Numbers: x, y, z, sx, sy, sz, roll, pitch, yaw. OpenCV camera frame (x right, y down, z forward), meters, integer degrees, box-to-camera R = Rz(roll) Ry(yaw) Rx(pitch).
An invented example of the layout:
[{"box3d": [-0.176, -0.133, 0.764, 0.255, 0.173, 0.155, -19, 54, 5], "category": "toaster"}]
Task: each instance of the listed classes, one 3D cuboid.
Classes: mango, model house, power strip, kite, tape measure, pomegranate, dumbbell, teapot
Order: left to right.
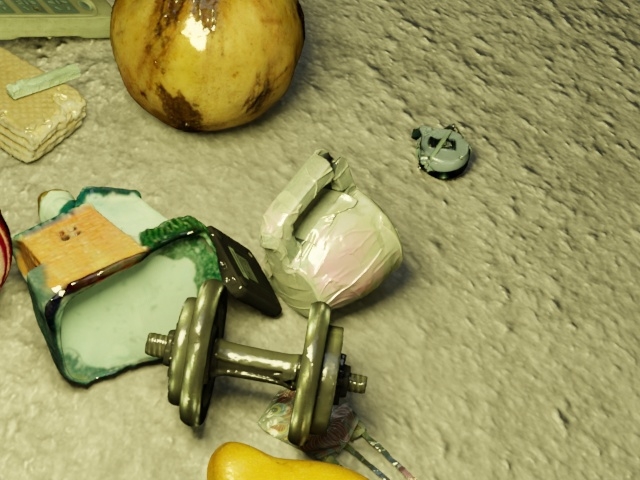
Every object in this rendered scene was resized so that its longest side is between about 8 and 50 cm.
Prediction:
[{"box3d": [-0.452, -0.358, 2.147, 0.286, 0.048, 0.080, -11, 43, -41], "category": "power strip"}, {"box3d": [-0.305, 0.025, 1.833, 0.253, 0.184, 0.291, -25, 45, -23], "category": "model house"}, {"box3d": [-0.174, -0.322, 2.075, 0.322, 0.322, 0.322, 7, 48, -7], "category": "pomegranate"}, {"box3d": [-0.083, 0.157, 1.724, 0.290, 0.192, 0.192, 10, 47, 2], "category": "dumbbell"}, {"box3d": [-0.023, 0.337, 1.642, 0.262, 0.109, 0.157, 22, 57, 13], "category": "mango"}, {"box3d": [0.011, 0.009, 1.868, 0.163, 0.221, 0.178, 38, 64, 18], "category": "teapot"}, {"box3d": [0.026, 0.271, 1.775, 0.127, 0.016, 0.229, -34, 60, -31], "category": "kite"}, {"box3d": [0.197, -0.143, 2.154, 0.091, 0.054, 0.094, -4, 48, -8], "category": "tape measure"}]

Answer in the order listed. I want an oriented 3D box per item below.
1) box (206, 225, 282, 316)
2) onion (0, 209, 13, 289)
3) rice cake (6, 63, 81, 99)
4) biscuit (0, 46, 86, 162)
[{"box3d": [-0.108, 0.044, 1.883, 0.027, 0.125, 0.126, -39, 57, 12], "category": "box"}, {"box3d": [-0.528, 0.006, 1.757, 0.207, 0.216, 0.206, -33, 38, -31], "category": "onion"}, {"box3d": [-0.417, -0.240, 2.019, 0.121, 0.022, 0.022, -25, 49, -33], "category": "rice cake"}, {"box3d": [-0.565, -0.266, 2.072, 0.426, 0.078, 0.144, 31, 48, 14], "category": "biscuit"}]
